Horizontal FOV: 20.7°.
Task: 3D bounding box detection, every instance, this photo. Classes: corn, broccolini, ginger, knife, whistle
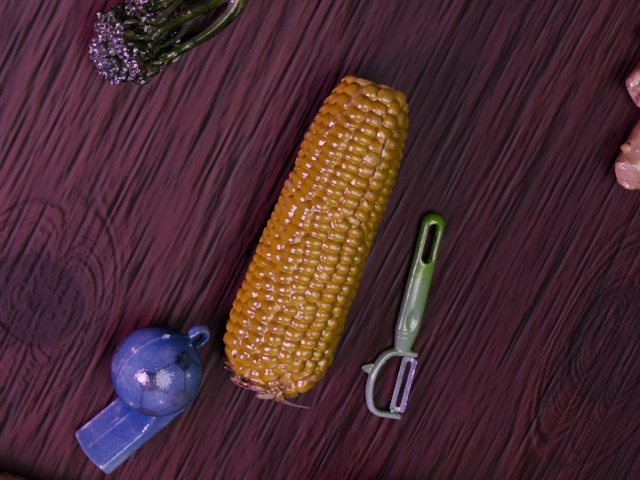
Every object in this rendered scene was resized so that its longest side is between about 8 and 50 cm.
[{"bbox_3d":[0.000,0.000,1.583,0.106,0.106,0.305,18,99,-28],"label":"corn"},{"bbox_3d":[-0.113,-0.200,1.506,0.203,0.068,0.091,-33,131,-28],"label":"broccolini"},{"bbox_3d":[0.343,-0.187,1.696,0.089,0.075,0.288,7,108,-21],"label":"ginger"},{"bbox_3d":[0.079,0.072,1.694,0.054,0.015,0.212,10,104,-18],"label":"knife"},{"bbox_3d":[-0.161,0.129,1.568,0.158,0.090,0.090,-40,118,-6],"label":"whistle"}]

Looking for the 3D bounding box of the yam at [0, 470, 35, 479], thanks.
[{"bbox_3d":[-0.232,0.259,1.585,0.357,0.081,0.081,24,97,-30],"label":"yam"}]
